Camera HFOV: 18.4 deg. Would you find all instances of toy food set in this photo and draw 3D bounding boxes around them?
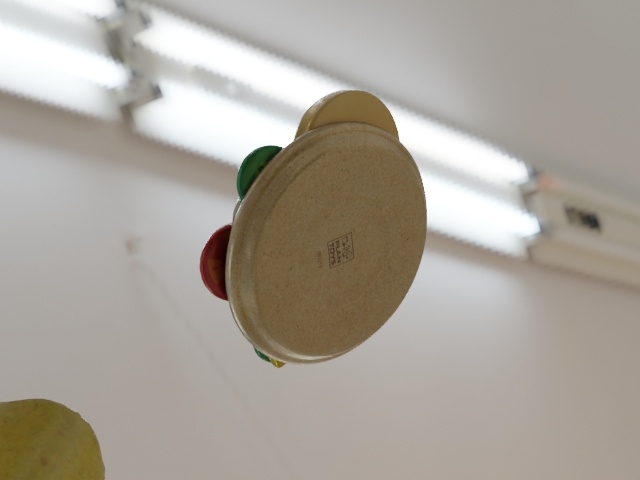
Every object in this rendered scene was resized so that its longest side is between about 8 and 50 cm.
[{"bbox_3d":[0.000,0.000,0.621,0.082,0.020,0.083,-38,-51,-23],"label":"toy food set"}]

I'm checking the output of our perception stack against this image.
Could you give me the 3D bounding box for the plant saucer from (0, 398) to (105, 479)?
[{"bbox_3d":[-0.237,0.238,0.767,0.081,0.332,0.333,-87,-7,-71],"label":"plant saucer"}]
